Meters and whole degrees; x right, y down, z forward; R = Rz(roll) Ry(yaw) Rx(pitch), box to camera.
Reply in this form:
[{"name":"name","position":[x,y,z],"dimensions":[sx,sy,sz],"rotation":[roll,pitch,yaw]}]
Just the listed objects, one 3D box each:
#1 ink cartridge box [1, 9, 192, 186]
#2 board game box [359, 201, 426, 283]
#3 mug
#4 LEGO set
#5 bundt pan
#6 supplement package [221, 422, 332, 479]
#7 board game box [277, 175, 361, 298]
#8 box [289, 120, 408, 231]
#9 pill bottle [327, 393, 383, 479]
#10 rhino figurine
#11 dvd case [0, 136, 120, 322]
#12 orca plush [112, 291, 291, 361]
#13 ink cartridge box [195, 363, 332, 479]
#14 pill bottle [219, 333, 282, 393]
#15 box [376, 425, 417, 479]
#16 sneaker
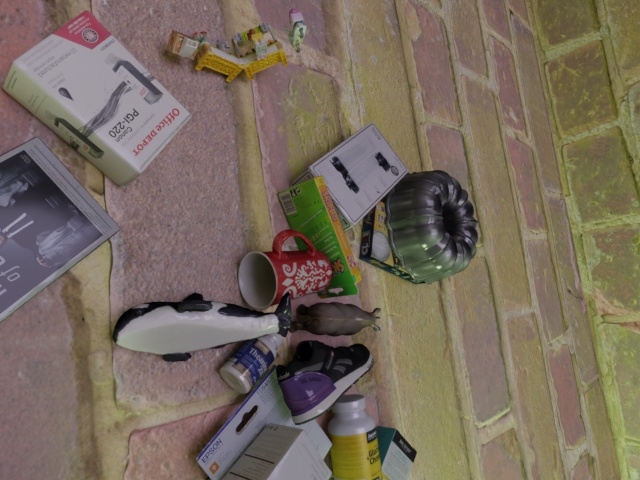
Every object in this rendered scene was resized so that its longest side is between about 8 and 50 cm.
[{"name":"ink cartridge box","position":[-0.344,-0.219,0.701],"dimensions":[0.218,0.092,0.158],"rotation":[46,52,-28]},{"name":"board game box","position":[0.210,0.008,1.206],"dimensions":[0.243,0.042,0.165],"rotation":[25,64,-37]},{"name":"mug","position":[-0.054,0.061,0.876],"dimensions":[0.169,0.150,0.113],"rotation":[-4,57,-48]},{"name":"LEGO set","position":[-0.177,-0.411,0.901],"dimensions":[0.287,0.132,0.107],"rotation":[-17,74,-22]},{"name":"bundt pan","position":[0.329,-0.050,1.218],"dimensions":[0.331,0.124,0.331],"rotation":[14,69,-41]},{"name":"supplement package","position":[-0.086,0.409,0.716],"dimensions":[0.179,0.105,0.105],"rotation":[-42,109,-41]},{"name":"board game box","position":[0.000,0.000,0.950],"dimensions":[0.039,0.124,0.259],"rotation":[-25,97,-45]},{"name":"box","position":[0.078,-0.154,1.068],"dimensions":[0.169,0.087,0.290],"rotation":[51,49,-7]},{"name":"pill bottle","position":[0.070,0.428,0.927],"dimensions":[0.103,0.103,0.184],"rotation":[0,80,-44]},{"name":"rhino figurine","position":[0.053,0.175,0.970],"dimensions":[0.243,0.106,0.073],"rotation":[10,74,-42]},{"name":"dvd case","position":[-0.433,-0.012,0.608],"dimensions":[0.179,0.029,0.239],"rotation":[54,49,-19]},{"name":"orca plush","position":[-0.193,0.115,0.746],"dimensions":[0.287,0.151,0.102],"rotation":[-10,47,-17]},{"name":"ink cartridge box","position":[-0.102,0.388,0.814],"dimensions":[0.223,0.045,0.224],"rotation":[-44,109,-41]},{"name":"pill bottle","position":[-0.124,0.218,0.819],"dimensions":[0.120,0.067,0.067],"rotation":[-47,112,-40]},{"name":"box","position":[0.130,0.556,0.983],"dimensions":[0.100,0.060,0.244],"rotation":[52,50,-21]},{"name":"sneaker","position":[0.016,0.247,0.903],"dimensions":[0.124,0.107,0.283],"rotation":[62,29,5]}]
